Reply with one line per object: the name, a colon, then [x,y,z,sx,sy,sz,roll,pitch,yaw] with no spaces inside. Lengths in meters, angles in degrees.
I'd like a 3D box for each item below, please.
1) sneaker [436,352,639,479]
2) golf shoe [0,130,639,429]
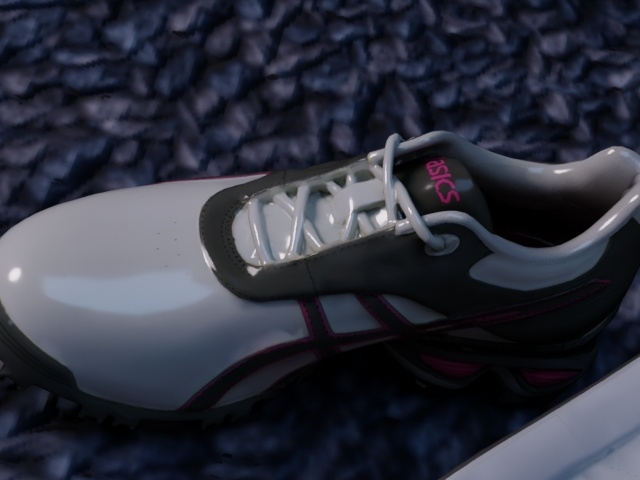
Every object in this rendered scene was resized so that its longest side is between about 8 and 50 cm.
sneaker: [0.142,0.103,0.733,0.290,0.106,0.123,-29,78,-30]
golf shoe: [0.000,0.000,0.732,0.272,0.120,0.105,-2,56,-24]
